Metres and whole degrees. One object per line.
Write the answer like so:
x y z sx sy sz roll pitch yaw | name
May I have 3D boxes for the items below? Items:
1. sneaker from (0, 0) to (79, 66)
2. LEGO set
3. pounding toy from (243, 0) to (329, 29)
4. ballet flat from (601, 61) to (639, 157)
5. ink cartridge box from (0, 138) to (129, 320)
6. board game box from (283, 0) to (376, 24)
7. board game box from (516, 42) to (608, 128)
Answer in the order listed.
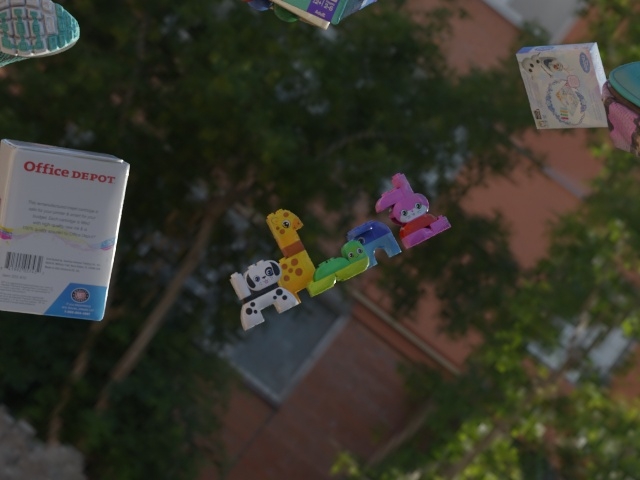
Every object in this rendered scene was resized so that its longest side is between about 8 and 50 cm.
-0.314 -0.201 1.556 0.166 0.065 0.076 -2 -9 11 | sneaker
0.000 0.000 1.564 0.093 0.227 0.087 63 -14 2 | LEGO set
-0.100 -0.338 1.869 0.181 0.094 0.206 22 4 -44 | pounding toy
0.252 -0.059 1.057 0.221 0.077 0.079 -125 -162 -66 | ballet flat
-0.199 -0.009 1.171 0.089 0.122 0.052 8 9 -23 | ink cartridge box
-0.038 -0.202 1.041 0.160 0.047 0.210 25 15 2 | board game box
0.257 -0.161 1.649 0.090 0.020 0.090 3 -58 41 | board game box
